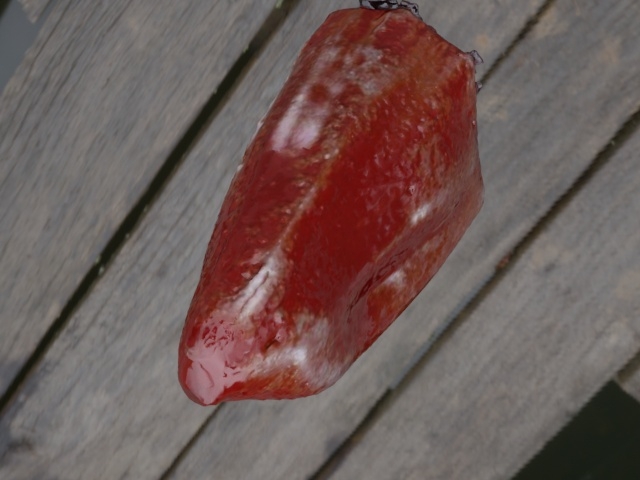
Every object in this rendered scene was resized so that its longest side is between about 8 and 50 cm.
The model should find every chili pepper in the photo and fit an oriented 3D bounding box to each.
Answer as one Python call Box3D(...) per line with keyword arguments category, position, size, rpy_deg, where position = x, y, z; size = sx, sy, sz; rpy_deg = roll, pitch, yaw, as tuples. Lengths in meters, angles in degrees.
Box3D(category="chili pepper", position=(0.000, 0.000, 0.568), size=(0.136, 0.252, 0.144), rpy_deg=(35, 142, -1))
